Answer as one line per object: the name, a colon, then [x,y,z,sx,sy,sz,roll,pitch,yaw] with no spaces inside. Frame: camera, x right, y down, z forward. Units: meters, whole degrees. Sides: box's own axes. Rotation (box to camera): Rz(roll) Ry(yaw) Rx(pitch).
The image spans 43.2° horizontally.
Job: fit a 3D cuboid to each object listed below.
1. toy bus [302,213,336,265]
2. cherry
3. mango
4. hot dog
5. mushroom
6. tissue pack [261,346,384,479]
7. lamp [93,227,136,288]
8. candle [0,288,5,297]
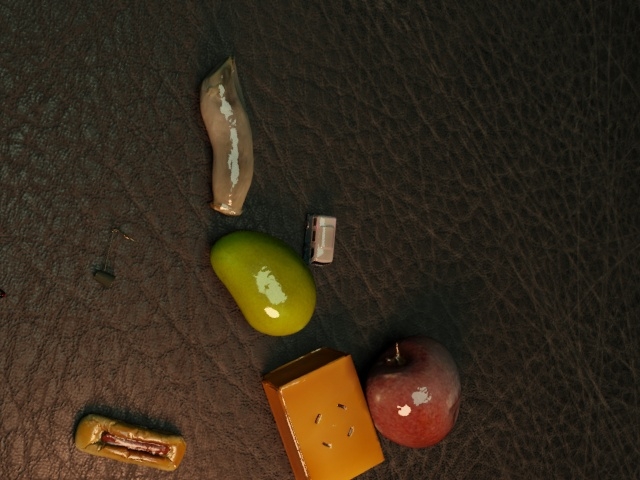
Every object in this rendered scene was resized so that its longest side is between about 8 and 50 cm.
toy bus: [0.000,0.000,1.898,0.060,0.075,0.123,5,89,-26]
cherry: [0.226,0.371,1.938,0.261,0.221,0.307,-45,131,-37]
mango: [-0.116,0.087,1.808,0.185,0.149,0.273,-35,101,-19]
hot dog: [-0.399,0.433,1.724,0.242,0.073,0.084,22,77,-25]
mushroom: [-0.204,-0.227,1.786,0.109,0.097,0.351,-9,98,-24]
tissue pack: [-0.001,0.415,1.874,0.194,0.145,0.275,-22,100,-25]
lamp: [-0.443,0.038,1.713,0.054,0.041,0.121,29,83,-14]
candle: [-0.751,0.045,1.553,0.301,0.059,0.084,25,90,-24]
